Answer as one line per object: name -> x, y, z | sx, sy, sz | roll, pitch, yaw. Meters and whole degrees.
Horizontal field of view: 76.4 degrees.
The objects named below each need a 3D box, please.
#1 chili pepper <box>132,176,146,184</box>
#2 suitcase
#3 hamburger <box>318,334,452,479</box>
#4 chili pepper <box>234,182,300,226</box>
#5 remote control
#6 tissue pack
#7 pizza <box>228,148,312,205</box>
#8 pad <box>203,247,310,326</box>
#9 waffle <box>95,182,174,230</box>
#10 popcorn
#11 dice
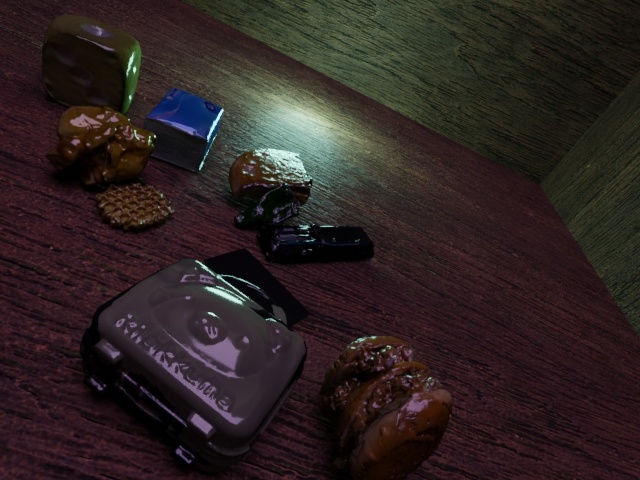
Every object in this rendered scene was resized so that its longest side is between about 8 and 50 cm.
chili pepper -> -0.530, -0.186, 1.154 | 0.083, 0.017, 0.030 | 41, 34, 18
suitcase -> -0.203, 0.185, 0.757 | 0.351, 0.194, 0.339 | 35, 32, 8
hamburger -> 0.119, 0.333, 0.782 | 0.211, 0.260, 0.245 | 47, -9, 49
chili pepper -> -0.157, -0.097, 1.217 | 0.216, 0.062, 0.108 | -23, 95, -25
remote control -> 0.000, 0.000, 1.257 | 0.398, 0.062, 0.144 | -2, 44, -37
tissue pack -> -0.449, -0.370, 1.336 | 0.198, 0.146, 0.263 | 20, 35, -15
pizza -> -0.153, -0.212, 1.374 | 0.277, 0.114, 0.409 | 30, 35, 1
pad -> -0.159, 0.121, 1.026 | 0.265, 0.009, 0.159 | 43, 30, 18
waffle -> -0.480, -0.091, 1.050 | 0.191, 0.038, 0.191 | 20, 35, -15
popcorn -> -0.569, -0.251, 1.057 | 0.191, 0.190, 0.253 | 18, 32, 25
dice -> -0.724, -0.557, 1.303 | 0.238, 0.233, 0.227 | 15, 35, -21
